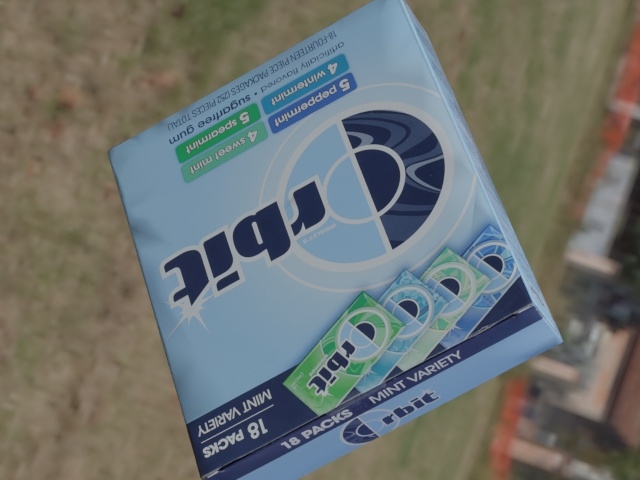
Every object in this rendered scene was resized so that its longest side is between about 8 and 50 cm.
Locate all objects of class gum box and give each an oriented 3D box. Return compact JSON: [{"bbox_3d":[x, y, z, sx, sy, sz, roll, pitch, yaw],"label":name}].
[{"bbox_3d":[0.000,0.000,0.804,0.041,0.157,0.184,47,18,-51],"label":"gum box"}]
